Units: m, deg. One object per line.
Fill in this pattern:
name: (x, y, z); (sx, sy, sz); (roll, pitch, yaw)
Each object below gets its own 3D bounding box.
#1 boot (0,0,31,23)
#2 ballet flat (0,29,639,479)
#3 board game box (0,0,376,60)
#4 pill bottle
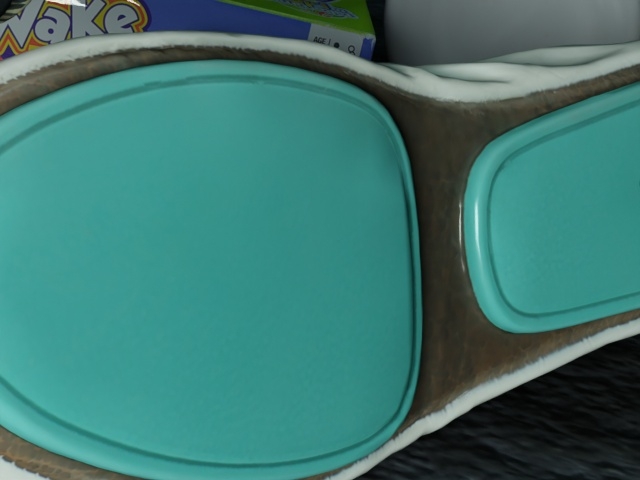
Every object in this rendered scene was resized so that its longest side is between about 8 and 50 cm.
boot: (-0.166, -0.047, 0.480); (0.178, 0.085, 0.236); (-44, 29, -26)
ballet flat: (0.000, 0.000, 0.610); (0.139, 0.139, 0.400); (28, 26, 38)
board game box: (-0.154, -0.127, 0.942); (0.347, 0.078, 0.233); (12, 17, -6)
pill bottle: (0.110, -0.144, 1.104); (0.136, 0.136, 0.246); (15, 17, 1)
